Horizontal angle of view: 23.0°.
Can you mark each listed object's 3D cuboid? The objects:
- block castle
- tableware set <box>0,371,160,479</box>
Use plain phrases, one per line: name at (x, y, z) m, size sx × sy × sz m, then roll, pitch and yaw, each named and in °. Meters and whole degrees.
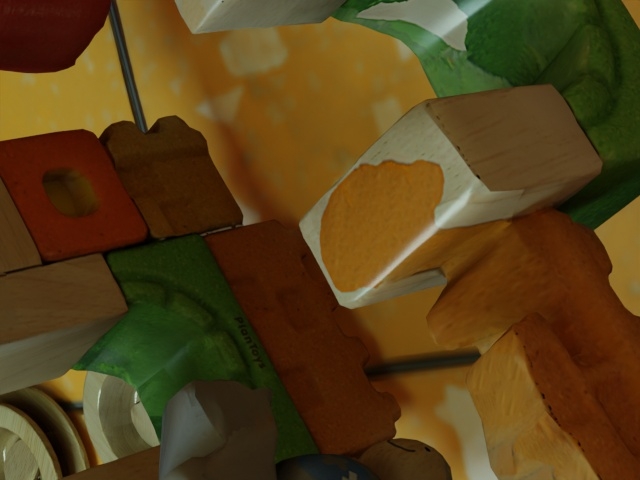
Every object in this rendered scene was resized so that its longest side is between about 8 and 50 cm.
block castle at (0.000, 0.000, 0.512) m, size 0.303 × 0.212 × 0.453 m, roll -41°, pitch 72°, yaw 39°
tableware set at (-0.116, 0.100, 0.750) m, size 0.194 × 0.039 × 0.128 m, roll -26°, pitch 86°, yaw 39°
